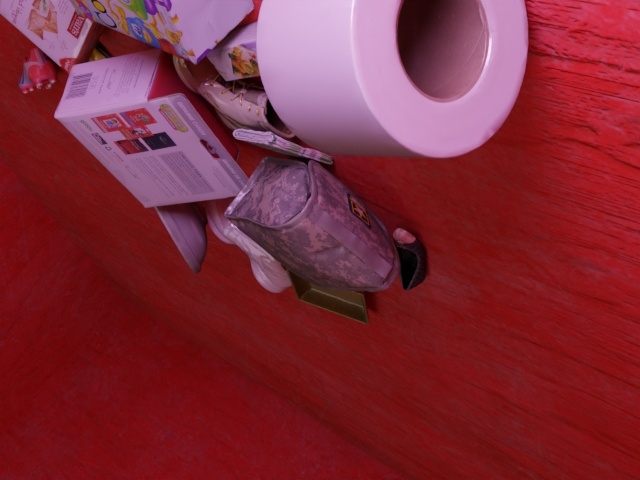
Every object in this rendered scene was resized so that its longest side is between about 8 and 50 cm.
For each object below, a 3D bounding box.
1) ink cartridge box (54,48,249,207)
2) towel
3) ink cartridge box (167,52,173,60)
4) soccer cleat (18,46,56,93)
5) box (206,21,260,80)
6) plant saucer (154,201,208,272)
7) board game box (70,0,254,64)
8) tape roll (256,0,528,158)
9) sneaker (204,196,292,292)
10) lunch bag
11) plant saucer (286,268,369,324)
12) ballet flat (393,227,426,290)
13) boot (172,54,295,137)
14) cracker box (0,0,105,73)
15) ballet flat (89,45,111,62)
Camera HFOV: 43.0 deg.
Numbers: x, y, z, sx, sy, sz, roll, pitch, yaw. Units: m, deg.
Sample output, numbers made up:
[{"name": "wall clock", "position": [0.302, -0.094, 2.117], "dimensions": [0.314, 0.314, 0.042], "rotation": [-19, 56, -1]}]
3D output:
[{"name": "ink cartridge box", "position": [-0.289, -0.207, 1.546], "dimensions": [0.271, 0.130, 0.309], "rotation": [-5, 148, 22]}, {"name": "towel", "position": [-0.064, -0.167, 1.430], "dimensions": [0.152, 0.023, 0.113], "rotation": [13, -177, -42]}, {"name": "ink cartridge box", "position": [-0.292, -0.307, 1.575], "dimensions": [0.029, 0.063, 0.115], "rotation": [29, 159, 29]}, {"name": "soccer cleat", "position": [-0.733, -0.436, 2.092], "dimensions": [0.248, 0.083, 0.095], "rotation": [10, 115, 62]}, {"name": "box", "position": [-0.065, -0.291, 1.205], "dimensions": [0.063, 0.067, 0.324], "rotation": [50, 157, -27]}, {"name": "plant saucer", "position": [-0.354, -0.116, 1.924], "dimensions": [0.400, 0.100, 0.400], "rotation": [59, 173, 12]}, {"name": "board game box", "position": [-0.260, -0.397, 1.215], "dimensions": [0.275, 0.142, 0.144], "rotation": [28, 156, 30]}, {"name": "tape roll", "position": [0.077, -0.210, 0.864], "dimensions": [0.169, 0.246, 0.246], "rotation": [10, 144, 54]}, {"name": "sneaker", "position": [-0.140, -0.015, 1.899], "dimensions": [0.152, 0.114, 0.305], "rotation": [-22, 117, 45]}, {"name": "lunch bag", "position": [-0.002, -0.024, 1.471], "dimensions": [0.235, 0.169, 0.287], "rotation": [40, 168, -29]}, {"name": "plant saucer", "position": [0.027, 0.113, 1.859], "dimensions": [0.188, 0.045, 0.188], "rotation": [19, 158, 16]}, {"name": "ballet flat", "position": [0.164, 0.036, 1.504], "dimensions": [0.057, 0.049, 0.173], "rotation": [26, 155, 32]}, {"name": "boot", "position": [-0.143, -0.258, 1.393], "dimensions": [0.165, 0.077, 0.213], "rotation": [20, 159, 46]}, {"name": "cracker box", "position": [-0.540, -0.464, 1.599], "dimensions": [0.232, 0.067, 0.156], "rotation": [41, 134, -4]}, {"name": "ballet flat", "position": [-0.521, -0.411, 1.742], "dimensions": [0.077, 0.077, 0.231], "rotation": [13, 147, 52]}]
